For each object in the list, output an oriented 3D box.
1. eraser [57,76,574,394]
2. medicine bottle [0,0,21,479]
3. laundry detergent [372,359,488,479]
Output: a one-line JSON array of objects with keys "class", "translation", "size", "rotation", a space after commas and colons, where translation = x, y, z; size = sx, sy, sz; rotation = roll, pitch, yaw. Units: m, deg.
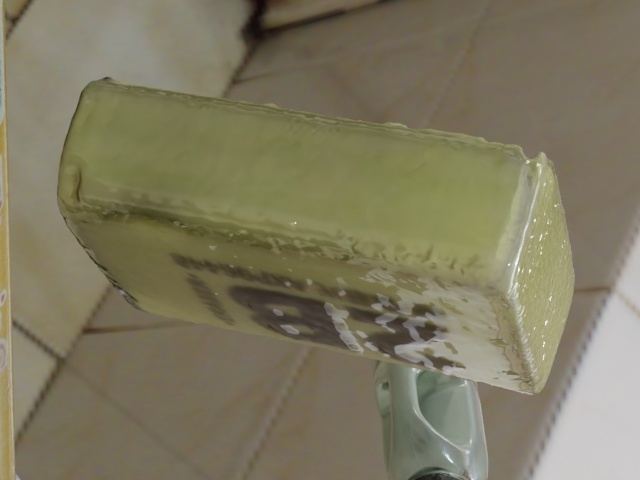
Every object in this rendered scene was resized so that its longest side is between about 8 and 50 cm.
[{"class": "eraser", "translation": [0.000, 0.000, 0.657], "size": [0.117, 0.172, 0.058], "rotation": [62, 42, -63]}, {"class": "medicine bottle", "translation": [-0.221, 0.018, 1.039], "size": [0.108, 0.108, 0.426], "rotation": [-30, 142, -37]}, {"class": "laundry detergent", "translation": [0.073, 0.120, 1.228], "size": [0.225, 0.070, 0.099], "rotation": [-90, 160, -53]}]
